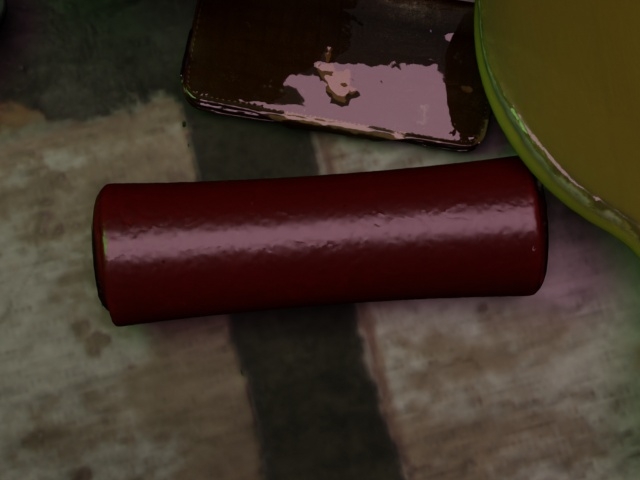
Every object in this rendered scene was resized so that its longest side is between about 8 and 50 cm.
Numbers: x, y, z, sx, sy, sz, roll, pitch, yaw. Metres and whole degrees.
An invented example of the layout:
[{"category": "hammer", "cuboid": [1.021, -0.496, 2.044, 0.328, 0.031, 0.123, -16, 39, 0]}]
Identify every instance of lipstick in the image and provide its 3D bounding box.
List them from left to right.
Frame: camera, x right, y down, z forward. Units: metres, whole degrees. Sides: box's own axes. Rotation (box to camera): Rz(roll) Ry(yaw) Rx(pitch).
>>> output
[{"category": "lipstick", "cuboid": [0.000, 0.000, 0.767, 0.241, 0.080, 0.080, -3, 80, -2]}]

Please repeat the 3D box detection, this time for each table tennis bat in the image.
[{"category": "table tennis bat", "cuboid": [0.191, -0.037, 0.754, 0.224, 0.054, 0.369, 5, 65, -18]}]

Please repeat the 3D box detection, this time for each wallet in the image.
[{"category": "wallet", "cuboid": [0.012, -0.105, 0.811, 0.176, 0.026, 0.095, 9, 74, -1]}]

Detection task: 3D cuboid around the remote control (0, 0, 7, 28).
[{"category": "remote control", "cuboid": [-0.257, -0.063, 0.788, 0.072, 0.042, 0.222, 37, 83, 5]}]
